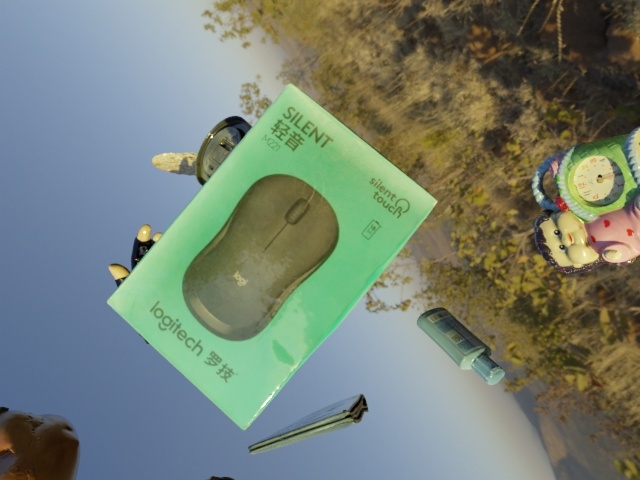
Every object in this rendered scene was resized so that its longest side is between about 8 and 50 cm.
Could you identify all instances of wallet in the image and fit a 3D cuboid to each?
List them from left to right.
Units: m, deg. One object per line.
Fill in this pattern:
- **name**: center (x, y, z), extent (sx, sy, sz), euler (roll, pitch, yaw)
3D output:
- **wallet**: center (-0.015, 0.451, 1.090), extent (0.054, 0.251, 0.290), euler (67, -172, 17)

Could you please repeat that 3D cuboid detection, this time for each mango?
- **mango**: center (-0.550, 0.436, 0.821), extent (0.287, 0.201, 0.153), euler (-118, 12, -50)

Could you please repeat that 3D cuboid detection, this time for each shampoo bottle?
- **shampoo bottle**: center (0.369, 0.274, 1.180), extent (0.258, 0.103, 0.061), euler (-134, 37, -52)

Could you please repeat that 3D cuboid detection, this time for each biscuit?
- **biscuit**: center (-0.449, -0.263, 1.550), extent (0.265, 0.188, 0.040), euler (3, -101, -48)

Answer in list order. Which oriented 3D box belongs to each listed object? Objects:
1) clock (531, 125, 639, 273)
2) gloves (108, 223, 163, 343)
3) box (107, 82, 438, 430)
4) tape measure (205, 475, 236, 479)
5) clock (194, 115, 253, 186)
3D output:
- **clock**: center (0.407, -0.050, 0.666), extent (0.195, 0.100, 0.194), euler (-25, 82, 61)
- **gloves**: center (-0.405, 0.109, 1.104), extent (0.152, 0.197, 0.301), euler (29, 122, 43)
- **box**: center (-0.047, 0.015, 0.498), extent (0.205, 0.311, 0.118), euler (41, 180, 4)
- **tape measure**: center (-0.346, 0.953, 1.576), extent (0.231, 0.271, 0.133), euler (25, -167, -37)
- **clock**: center (-0.257, -0.234, 1.225), extent (0.042, 0.215, 0.215), euler (28, -153, -49)
